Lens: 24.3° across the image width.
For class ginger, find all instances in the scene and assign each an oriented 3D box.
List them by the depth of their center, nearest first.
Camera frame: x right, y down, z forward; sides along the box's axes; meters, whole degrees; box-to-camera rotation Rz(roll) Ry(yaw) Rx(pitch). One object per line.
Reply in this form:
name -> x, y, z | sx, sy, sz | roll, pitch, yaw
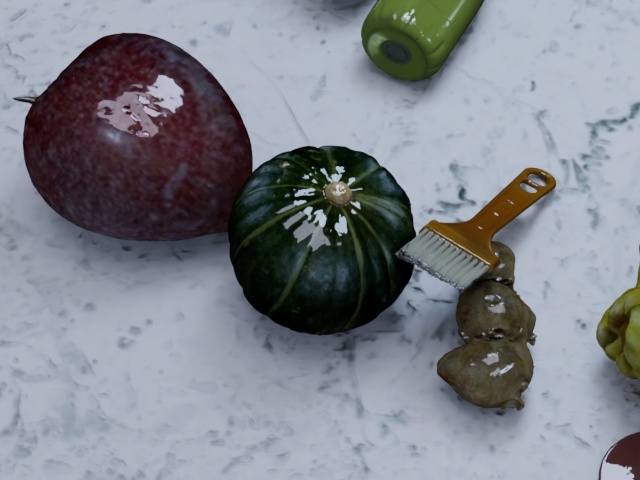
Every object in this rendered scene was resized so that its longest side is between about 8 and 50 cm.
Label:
ginger -> 0.182, 0.085, 1.591 | 0.104, 0.080, 0.204 | 9, 54, 0

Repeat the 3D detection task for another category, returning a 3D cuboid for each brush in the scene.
brush -> 0.188, -0.024, 1.632 | 0.090, 0.017, 0.314 | 32, 35, 17

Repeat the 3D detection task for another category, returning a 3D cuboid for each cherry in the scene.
cherry -> -0.201, -0.110, 1.670 | 0.300, 0.203, 0.230 | 31, 58, 5

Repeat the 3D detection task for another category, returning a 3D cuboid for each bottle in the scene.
bottle -> 0.153, -0.320, 1.862 | 0.112, 0.112, 0.260 | 24, 59, 17

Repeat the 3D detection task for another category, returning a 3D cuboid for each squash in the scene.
squash -> 0.003, -0.001, 1.601 | 0.218, 0.172, 0.218 | 0, 52, 0

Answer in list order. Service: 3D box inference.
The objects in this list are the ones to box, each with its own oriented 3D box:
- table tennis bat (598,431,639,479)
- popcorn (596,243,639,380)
table tennis bat -> 0.364, 0.296, 1.479 | 0.138, 0.022, 0.246 | -11, 53, -6
popcorn -> 0.391, 0.088, 1.546 | 0.203, 0.200, 0.226 | -24, 87, 16
